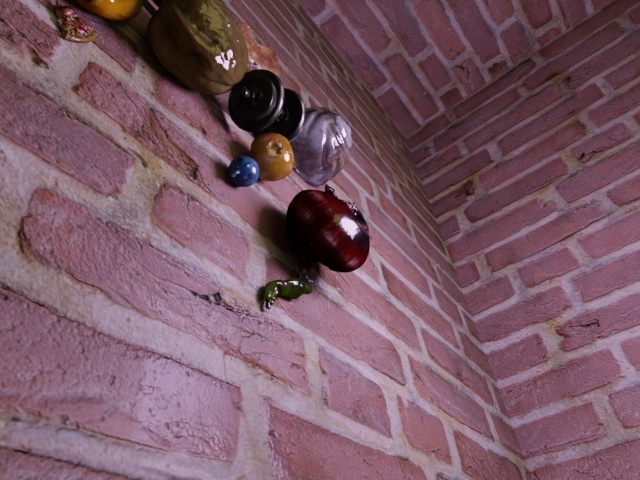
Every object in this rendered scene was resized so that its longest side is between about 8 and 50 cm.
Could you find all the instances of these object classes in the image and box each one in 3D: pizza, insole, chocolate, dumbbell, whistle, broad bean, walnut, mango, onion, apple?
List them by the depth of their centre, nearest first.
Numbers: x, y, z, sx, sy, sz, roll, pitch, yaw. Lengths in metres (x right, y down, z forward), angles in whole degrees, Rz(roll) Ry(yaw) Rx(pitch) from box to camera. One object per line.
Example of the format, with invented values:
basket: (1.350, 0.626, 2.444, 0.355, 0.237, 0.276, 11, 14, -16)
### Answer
pizza: (-0.527, -0.458, 1.008, 0.100, 0.029, 0.099, 36, 33, -41)
mango: (-0.506, -0.612, 1.133, 0.157, 0.108, 0.262, 44, 26, -22)
broad bean: (-0.086, 0.122, 1.165, 0.195, 0.046, 0.061, -12, 84, -60)
walnut: (-0.315, -0.520, 1.251, 0.283, 0.227, 0.283, 50, 13, -16)
whistle: (-0.198, -0.188, 1.267, 0.090, 0.090, 0.158, 57, 24, -3)
onion: (0.000, 0.000, 1.330, 0.273, 0.285, 0.273, 37, -9, 7)
insole: (-0.509, -0.687, 1.342, 0.188, 0.004, 0.064, 45, 28, -30)
apple: (-0.137, -0.243, 1.373, 0.146, 0.146, 0.147, 44, 28, -30)
dumbbell: (-0.161, -0.399, 1.432, 0.290, 0.192, 0.192, 14, 49, -66)
chocolate: (0.003, -0.372, 1.723, 0.303, 0.212, 0.303, 46, 27, -31)
pizza: (-0.257, -0.681, 1.731, 0.305, 0.085, 0.162, 29, 59, -46)

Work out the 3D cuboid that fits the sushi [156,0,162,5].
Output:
sushi: (-0.475, -0.799, 1.406, 0.225, 0.126, 0.136, 56, 22, -21)
